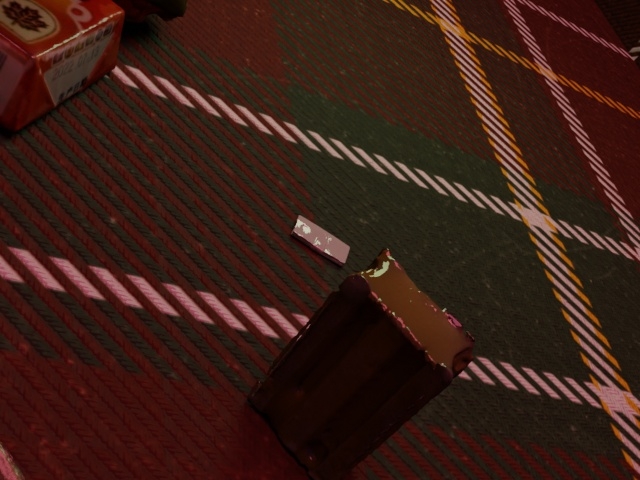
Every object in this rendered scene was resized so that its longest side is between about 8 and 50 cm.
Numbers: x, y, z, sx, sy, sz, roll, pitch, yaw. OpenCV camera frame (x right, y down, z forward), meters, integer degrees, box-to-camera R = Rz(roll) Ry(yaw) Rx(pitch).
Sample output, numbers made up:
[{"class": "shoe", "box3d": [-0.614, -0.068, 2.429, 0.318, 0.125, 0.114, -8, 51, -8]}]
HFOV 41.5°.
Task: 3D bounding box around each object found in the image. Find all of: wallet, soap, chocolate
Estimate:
[{"class": "wallet", "box3d": [0.000, 0.000, 1.125, 0.083, 0.011, 0.044, 33, 37, -10]}, {"class": "soap", "box3d": [0.036, 0.132, 0.830, 0.135, 0.233, 0.076, 47, 40, 12]}, {"class": "chocolate", "box3d": [-0.381, -0.270, 1.006, 0.237, 0.108, 0.235, 36, 35, -2]}]

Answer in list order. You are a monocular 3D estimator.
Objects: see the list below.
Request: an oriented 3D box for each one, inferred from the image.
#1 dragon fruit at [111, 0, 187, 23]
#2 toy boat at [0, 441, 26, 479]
[{"class": "dragon fruit", "box3d": [-0.294, -0.431, 1.155, 0.302, 0.237, 0.231, 36, 51, -36]}, {"class": "toy boat", "box3d": [-0.255, 0.199, 0.608, 0.061, 0.116, 0.188, -25, 70, -44]}]
